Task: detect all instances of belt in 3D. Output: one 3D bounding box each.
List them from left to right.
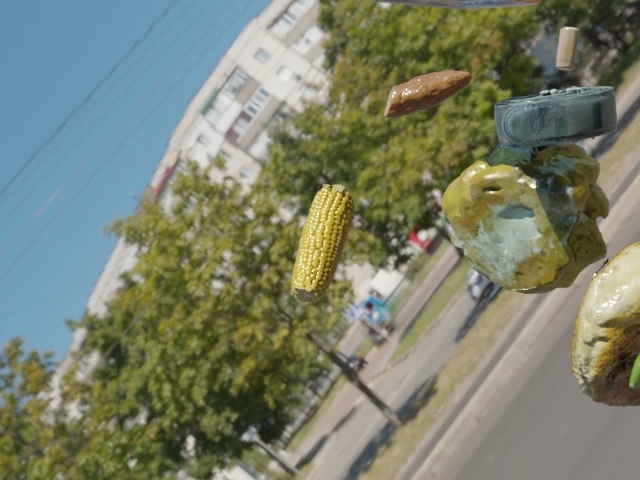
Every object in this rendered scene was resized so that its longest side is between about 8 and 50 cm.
[{"bbox_3d":[0.443,-0.232,1.695,0.268,0.116,0.206,-16,13,-31],"label":"belt"}]

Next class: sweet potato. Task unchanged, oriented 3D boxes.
[{"bbox_3d":[0.281,-0.397,2.350,0.252,0.097,0.097,-20,-3,8],"label":"sweet potato"}]

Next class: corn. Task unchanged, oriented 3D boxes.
[{"bbox_3d":[0.004,0.003,1.728,0.091,0.091,0.260,-31,32,50],"label":"corn"}]

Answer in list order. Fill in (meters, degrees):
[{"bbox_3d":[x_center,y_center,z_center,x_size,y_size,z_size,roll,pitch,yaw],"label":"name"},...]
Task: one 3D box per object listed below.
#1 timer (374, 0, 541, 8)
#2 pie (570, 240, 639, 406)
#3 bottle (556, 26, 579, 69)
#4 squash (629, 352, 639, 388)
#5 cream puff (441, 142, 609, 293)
[{"bbox_3d":[0.253,-0.513,1.720,0.250,0.161,0.257,-20,21,-26],"label":"timer"},{"bbox_3d":[0.518,0.135,1.378,0.315,0.092,0.315,-15,-56,-23],"label":"pie"},{"bbox_3d":[0.585,-0.454,2.091,0.045,0.045,0.096,-14,-67,-79],"label":"bottle"},{"bbox_3d":[0.477,0.190,1.308,0.027,0.027,0.089,-45,-30,-48],"label":"squash"},{"bbox_3d":[0.487,-0.071,1.989,0.275,0.378,0.378,-38,-16,-50],"label":"cream puff"}]
